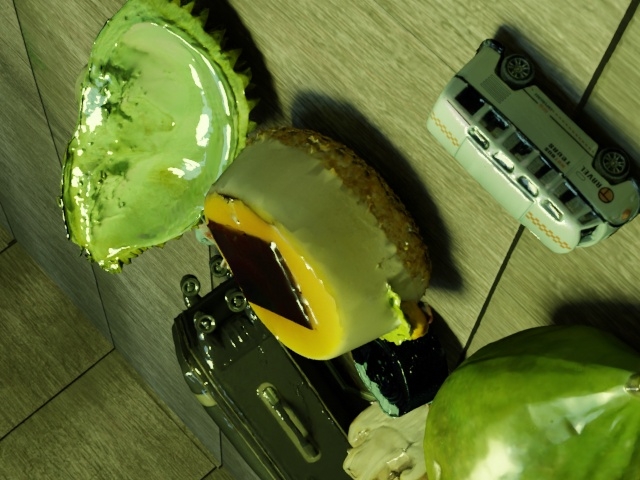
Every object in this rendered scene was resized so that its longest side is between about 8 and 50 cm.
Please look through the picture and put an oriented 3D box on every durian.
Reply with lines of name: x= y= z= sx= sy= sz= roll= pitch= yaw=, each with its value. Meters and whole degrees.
durian: x=-0.195 y=-0.121 z=1.412 sx=0.163 sy=0.198 sz=0.394 roll=40 pitch=117 yaw=31

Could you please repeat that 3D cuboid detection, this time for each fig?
fig: x=0.248 y=0.199 z=1.120 sx=0.314 sy=0.233 sz=0.233 roll=3 pitch=130 yaw=58

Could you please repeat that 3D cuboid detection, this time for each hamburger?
hamburger: x=0.000 y=0.000 z=1.361 sx=0.276 sy=0.179 sz=0.294 roll=13 pitch=136 yaw=55

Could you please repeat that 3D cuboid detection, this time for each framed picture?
framed picture: x=0.025 y=0.163 z=1.838 sx=0.252 sy=0.014 sz=0.197 roll=57 pitch=159 yaw=-19

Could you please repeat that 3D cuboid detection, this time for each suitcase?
suitcase: x=-0.084 y=0.253 z=1.928 sx=0.434 sy=0.194 sz=0.283 roll=54 pitch=178 yaw=-18

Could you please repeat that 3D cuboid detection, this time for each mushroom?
mushroom: x=0.141 y=0.334 z=1.703 sx=0.151 sy=0.156 sz=0.286 roll=48 pitch=173 yaw=-16

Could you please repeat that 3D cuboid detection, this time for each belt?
belt: x=0.102 y=0.156 z=1.536 sx=0.151 sy=0.078 sz=0.198 roll=62 pitch=163 yaw=10

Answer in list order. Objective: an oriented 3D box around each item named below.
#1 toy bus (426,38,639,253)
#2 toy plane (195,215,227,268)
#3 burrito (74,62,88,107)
toy bus: x=0.177 y=-0.071 z=0.979 sx=0.194 sy=0.089 sz=0.087 roll=46 pitch=160 yaw=8
toy plane: x=-0.117 y=-0.013 z=1.655 sx=0.223 sy=0.104 sz=0.326 roll=43 pitch=175 yaw=17
burrito: x=-0.259 y=-0.205 z=1.660 sx=0.143 sy=0.105 sz=0.299 roll=54 pitch=159 yaw=-21
